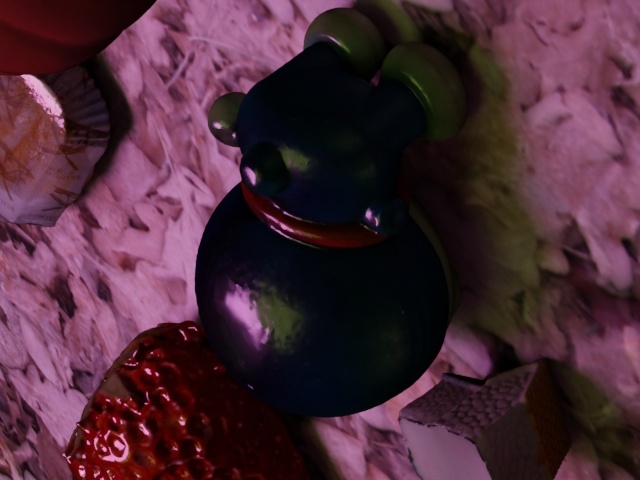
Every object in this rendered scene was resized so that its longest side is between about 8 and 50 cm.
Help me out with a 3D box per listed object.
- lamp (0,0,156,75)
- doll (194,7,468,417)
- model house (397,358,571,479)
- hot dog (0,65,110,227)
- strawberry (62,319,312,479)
[{"bbox_3d":[-0.214,-0.266,1.229,0.303,0.257,0.303,-16,68,46],"label":"lamp"},{"bbox_3d":[0.001,0.000,1.267,0.198,0.186,0.322,28,136,38],"label":"doll"},{"bbox_3d":[0.130,0.146,1.307,0.100,0.100,0.088,12,131,51],"label":"model house"},{"bbox_3d":[-0.276,-0.107,1.636,0.162,0.082,0.270,46,144,1],"label":"hot dog"},{"bbox_3d":[-0.107,0.199,1.635,0.244,0.205,0.205,34,149,-7],"label":"strawberry"}]
